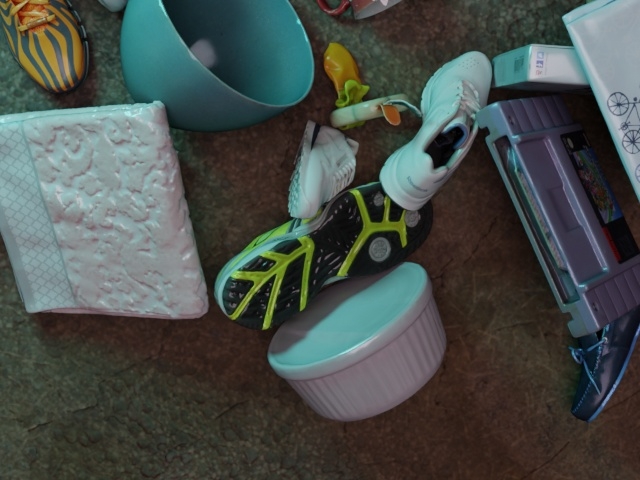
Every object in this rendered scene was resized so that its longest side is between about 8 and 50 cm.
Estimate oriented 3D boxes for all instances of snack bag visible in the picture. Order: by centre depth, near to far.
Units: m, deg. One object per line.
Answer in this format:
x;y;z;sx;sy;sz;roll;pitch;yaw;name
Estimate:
0.543;-0.227;1.260;0.342;0.037;0.323;-25;96;-1;snack bag

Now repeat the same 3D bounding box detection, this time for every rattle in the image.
0.077;-0.238;1.387;0.130;0.199;0.143;2;93;-6;rattle

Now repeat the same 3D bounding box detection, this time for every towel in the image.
-0.340;-0.034;1.368;0.317;0.053;0.332;-1;116;16;towel

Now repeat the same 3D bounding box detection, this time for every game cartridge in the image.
0.375;-0.051;1.390;0.068;0.230;0.355;-29;82;44;game cartridge

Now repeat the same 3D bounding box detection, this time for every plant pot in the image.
-0.179;-0.272;1.361;0.195;0.290;0.290;-33;97;36;plant pot

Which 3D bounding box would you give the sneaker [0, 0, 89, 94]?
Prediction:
-0.450;-0.371;1.362;0.124;0.180;0.321;-23;96;0;sneaker

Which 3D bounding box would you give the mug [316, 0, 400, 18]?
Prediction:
0.051;-0.434;1.416;0.150;0.113;0.169;-25;93;-2;mug

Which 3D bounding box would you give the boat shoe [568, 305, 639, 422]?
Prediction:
0.454;0.165;1.505;0.089;0.109;0.258;25;77;2;boat shoe

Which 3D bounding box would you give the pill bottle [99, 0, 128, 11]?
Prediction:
-0.254;-0.497;1.361;0.301;0.169;0.169;-45;96;-2;pill bottle

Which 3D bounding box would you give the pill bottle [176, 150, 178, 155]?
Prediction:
-0.285;-0.143;1.448;0.116;0.065;0.065;24;94;-5;pill bottle

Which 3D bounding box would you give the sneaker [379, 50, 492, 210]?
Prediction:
0.203;-0.176;1.402;0.111;0.129;0.297;33;63;-13;sneaker

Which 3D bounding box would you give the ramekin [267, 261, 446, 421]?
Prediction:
0.065;0.158;1.401;0.273;0.273;0.127;-29;107;0;ramekin

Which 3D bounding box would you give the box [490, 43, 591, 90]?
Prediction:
0.439;-0.249;1.387;0.322;0.232;0.058;4;97;-4;box

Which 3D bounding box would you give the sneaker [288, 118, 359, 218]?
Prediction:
0.007;-0.106;1.389;0.094;0.235;0.090;19;126;-6;sneaker

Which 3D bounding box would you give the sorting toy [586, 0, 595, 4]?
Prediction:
0.548;-0.452;1.395;0.307;0.041;0.229;-4;95;30;sorting toy

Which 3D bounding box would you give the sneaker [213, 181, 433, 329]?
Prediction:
0.000;0.000;1.439;0.384;0.147;0.145;-24;108;-20;sneaker
